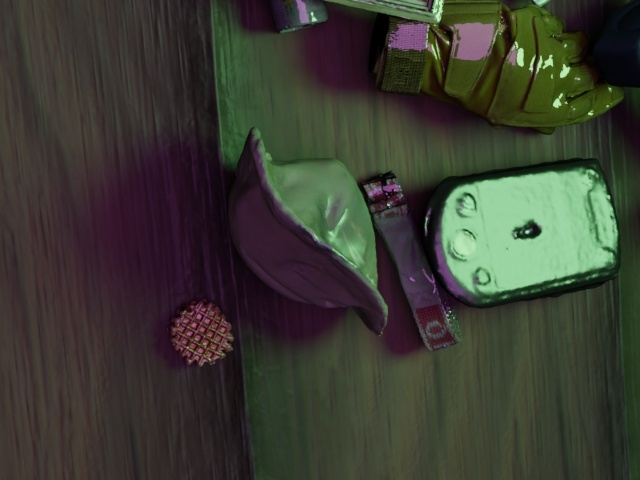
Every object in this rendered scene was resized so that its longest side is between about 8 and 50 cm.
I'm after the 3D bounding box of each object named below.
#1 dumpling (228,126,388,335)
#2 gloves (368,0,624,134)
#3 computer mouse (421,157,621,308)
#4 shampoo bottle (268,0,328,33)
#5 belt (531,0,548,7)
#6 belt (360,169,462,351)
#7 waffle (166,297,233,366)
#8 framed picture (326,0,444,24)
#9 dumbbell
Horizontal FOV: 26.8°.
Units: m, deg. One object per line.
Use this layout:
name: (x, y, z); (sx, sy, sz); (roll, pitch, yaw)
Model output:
dumpling: (0.002, -0.005, 1.556); (0.243, 0.227, 0.175); (22, 94, -20)
gloves: (0.221, -0.211, 1.617); (0.331, 0.141, 0.154); (9, 94, -12)
computer mouse: (0.238, -0.007, 1.661); (0.269, 0.100, 0.170); (-8, 90, -21)
shampoo bottle: (-0.044, -0.355, 1.583); (0.072, 0.072, 0.214); (-15, 98, -9)
belt: (0.204, -0.420, 1.616); (0.072, 0.087, 0.302); (-38, 102, -8)
belt: (0.114, 0.028, 1.659); (0.053, 0.071, 0.232); (-22, 98, 12)
waffle: (-0.146, 0.114, 1.639); (0.075, 0.029, 0.083); (-24, 103, -7)
framed picture: (0.060, -0.400, 1.538); (0.217, 0.016, 0.273); (11, 88, -3)
dumbbell: (0.462, -0.151, 1.641); (0.144, 0.156, 0.316); (-41, 114, -18)
